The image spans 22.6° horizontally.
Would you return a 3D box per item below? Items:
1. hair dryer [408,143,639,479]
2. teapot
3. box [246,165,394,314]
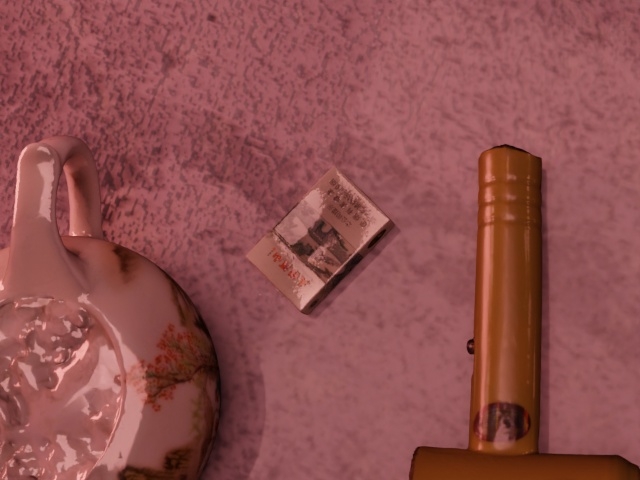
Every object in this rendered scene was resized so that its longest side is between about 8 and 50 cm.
[{"bbox_3d":[0.126,0.078,0.970,0.135,0.090,0.279,-1,74,13],"label":"hair dryer"},{"bbox_3d":[-0.166,0.086,0.998,0.204,0.139,0.298,-3,80,14],"label":"teapot"},{"bbox_3d":[0.000,0.000,1.036,0.083,0.024,0.054,-46,76,1],"label":"box"}]
